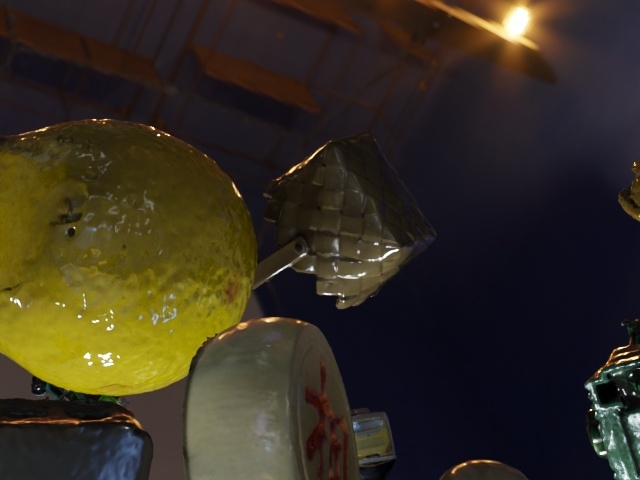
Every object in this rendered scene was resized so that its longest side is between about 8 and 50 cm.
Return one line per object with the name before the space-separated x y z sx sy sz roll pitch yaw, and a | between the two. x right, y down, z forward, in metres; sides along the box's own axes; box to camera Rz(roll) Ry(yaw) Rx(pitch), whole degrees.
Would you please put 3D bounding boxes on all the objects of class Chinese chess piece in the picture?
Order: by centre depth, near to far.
Chinese chess piece | -0.018 0.095 0.534 0.051 0.122 0.122 -9 -164 14

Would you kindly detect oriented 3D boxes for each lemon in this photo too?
lemon | -0.167 0.013 1.003 0.253 0.228 0.228 10 -153 -33

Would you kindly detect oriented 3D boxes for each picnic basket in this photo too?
picnic basket | 0.000 0.000 1.103 0.138 0.178 0.128 58 -155 6

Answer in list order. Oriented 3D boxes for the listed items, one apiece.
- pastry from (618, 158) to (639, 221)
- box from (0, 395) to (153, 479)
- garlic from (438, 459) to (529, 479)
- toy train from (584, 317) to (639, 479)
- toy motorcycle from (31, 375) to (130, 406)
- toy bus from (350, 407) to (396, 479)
pastry | 0.331 -0.046 1.108 0.109 0.057 0.097 12 -157 18
box | -0.369 0.337 1.292 0.359 0.350 0.091 5 -167 -26
garlic | 0.149 0.333 1.164 0.237 0.210 0.292 63 179 -5
toy train | 0.373 0.105 0.946 0.178 0.330 0.138 -42 -65 -67
toy motorcycle | -0.404 0.248 1.990 0.173 0.100 0.058 36 174 27
toy bus | 0.043 0.215 1.281 0.057 0.072 0.172 -8 173 -6
